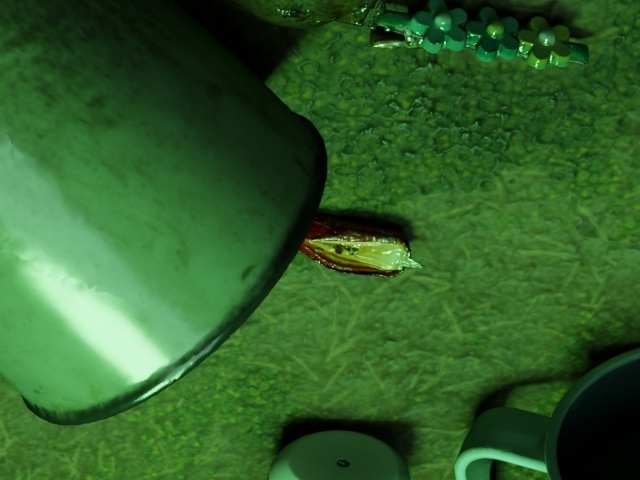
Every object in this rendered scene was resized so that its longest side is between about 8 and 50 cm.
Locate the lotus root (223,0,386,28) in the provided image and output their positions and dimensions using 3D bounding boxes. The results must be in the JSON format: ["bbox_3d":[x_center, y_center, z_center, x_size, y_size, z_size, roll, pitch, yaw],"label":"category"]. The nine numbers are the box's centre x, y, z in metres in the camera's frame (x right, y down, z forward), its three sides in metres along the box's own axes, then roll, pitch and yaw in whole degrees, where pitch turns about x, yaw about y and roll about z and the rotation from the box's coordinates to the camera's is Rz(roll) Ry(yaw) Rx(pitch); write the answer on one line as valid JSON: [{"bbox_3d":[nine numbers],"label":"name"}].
[{"bbox_3d":[-0.032,-0.211,1.325,0.120,0.120,0.209,-37,124,27],"label":"lotus root"}]

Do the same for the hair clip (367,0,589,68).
[{"bbox_3d":[0.120,-0.150,1.432,0.173,0.049,0.049,5,132,-6],"label":"hair clip"}]

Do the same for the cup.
[{"bbox_3d":[0.296,0.291,1.703,0.331,0.256,0.311,-7,134,-1],"label":"cup"}]

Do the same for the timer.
[{"bbox_3d":[0.013,0.237,1.751,0.136,0.099,0.136,7,141,5],"label":"timer"}]

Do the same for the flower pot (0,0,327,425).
[{"bbox_3d":[-0.203,-0.080,1.324,0.294,0.293,0.330,-30,122,23],"label":"flower pot"}]

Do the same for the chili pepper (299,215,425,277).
[{"bbox_3d":[0.000,0.000,1.575,0.178,0.027,0.045,9,127,-11],"label":"chili pepper"}]
